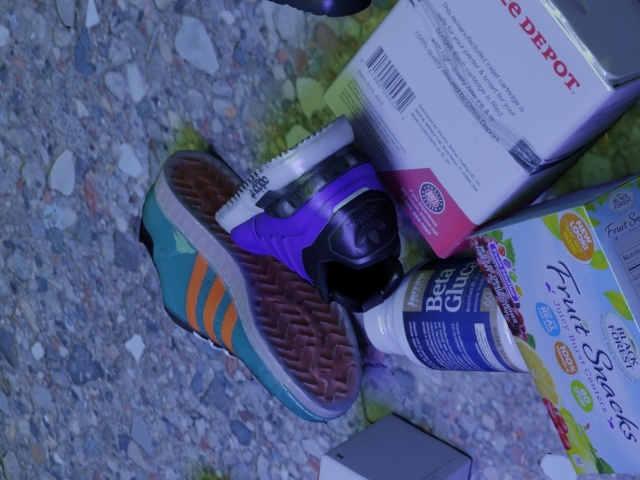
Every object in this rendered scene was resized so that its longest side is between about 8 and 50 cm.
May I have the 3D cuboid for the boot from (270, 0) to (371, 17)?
[{"bbox_3d":[-0.056,-0.312,1.383,0.246,0.094,0.207,20,125,30],"label":"boot"}]

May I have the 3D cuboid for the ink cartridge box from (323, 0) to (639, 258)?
[{"bbox_3d":[0.133,-0.126,1.277,0.172,0.100,0.237,55,137,12],"label":"ink cartridge box"}]

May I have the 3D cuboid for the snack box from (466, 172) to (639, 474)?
[{"bbox_3d":[0.213,0.066,1.218,0.207,0.070,0.174,64,156,-4],"label":"snack box"}]

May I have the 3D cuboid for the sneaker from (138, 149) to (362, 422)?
[{"bbox_3d":[-0.071,0.061,1.566,0.302,0.108,0.121,55,138,23],"label":"sneaker"}]

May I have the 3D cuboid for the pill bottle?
[{"bbox_3d":[0.119,0.061,1.378,0.169,0.094,0.094,-3,105,45],"label":"pill bottle"}]

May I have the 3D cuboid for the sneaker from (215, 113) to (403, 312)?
[{"bbox_3d":[-0.001,0.000,1.400,0.146,0.102,0.293,55,168,1],"label":"sneaker"}]

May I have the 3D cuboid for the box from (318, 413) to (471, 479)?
[{"bbox_3d":[0.065,0.228,1.502,0.102,0.101,0.087,26,124,33],"label":"box"}]
